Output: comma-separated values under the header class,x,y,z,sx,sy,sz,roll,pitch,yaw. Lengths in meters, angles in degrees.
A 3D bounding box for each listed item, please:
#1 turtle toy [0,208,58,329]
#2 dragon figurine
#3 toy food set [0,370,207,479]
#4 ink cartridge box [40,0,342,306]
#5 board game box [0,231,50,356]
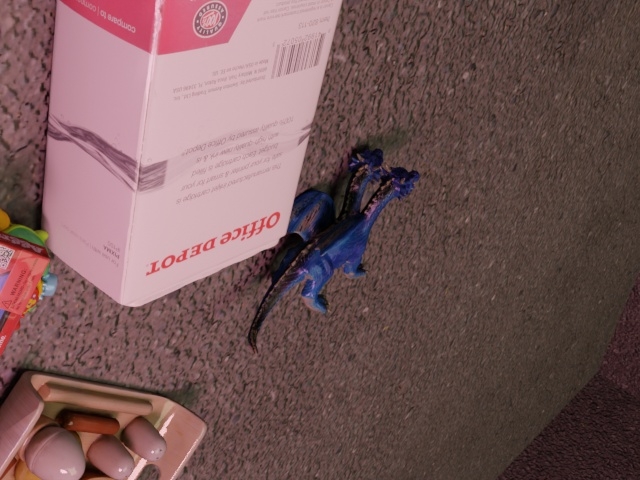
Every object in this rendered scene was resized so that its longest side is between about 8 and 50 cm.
class,x,y,z,sx,sy,sz,roll,pitch,yaw
turtle toy,-0.258,0.041,0.780,0.130,0.066,0.095,-47,152,-16
dragon figurine,0.000,0.000,1.136,0.289,0.085,0.144,-35,146,-37
toy food set,-0.251,0.257,1.000,0.219,0.092,0.306,-57,153,1
ink cartridge box,-0.105,-0.114,0.805,0.207,0.117,0.283,-25,139,-46
board game box,-0.322,0.105,0.715,0.145,0.027,0.281,24,101,-29
